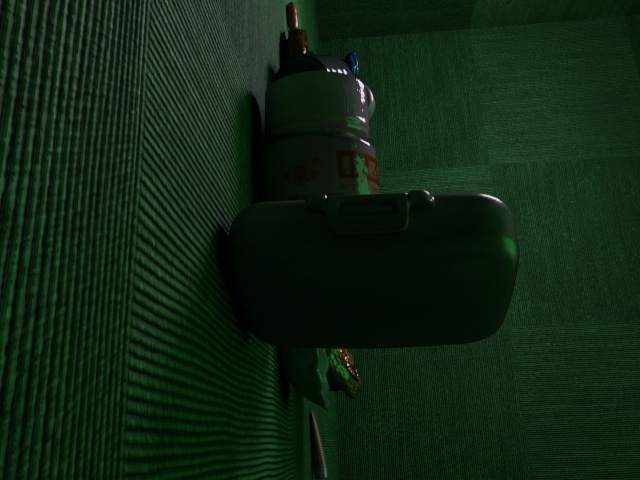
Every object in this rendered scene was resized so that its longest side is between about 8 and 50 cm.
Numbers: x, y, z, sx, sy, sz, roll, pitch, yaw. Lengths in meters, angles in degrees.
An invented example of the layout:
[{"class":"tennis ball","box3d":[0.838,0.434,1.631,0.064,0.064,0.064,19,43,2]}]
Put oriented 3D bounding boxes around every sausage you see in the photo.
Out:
[{"class":"sausage","box3d":[-0.085,-0.680,1.841,0.034,0.034,0.083,-4,90,-87]}]

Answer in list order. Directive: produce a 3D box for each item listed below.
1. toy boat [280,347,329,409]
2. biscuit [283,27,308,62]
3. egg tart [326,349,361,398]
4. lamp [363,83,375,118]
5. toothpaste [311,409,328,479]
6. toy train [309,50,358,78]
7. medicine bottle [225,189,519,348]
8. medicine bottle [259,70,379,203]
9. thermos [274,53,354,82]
[{"class":"toy boat","box3d":[-0.031,0.220,1.288,0.199,0.100,0.290,-82,169,-76]},{"class":"biscuit","box3d":[-0.057,-0.424,1.745,0.381,0.074,0.358,-84,169,-56]},{"class":"egg tart","box3d":[0.004,0.283,1.560,0.290,0.107,0.291,60,4,-7]},{"class":"lamp","box3d":[0.019,-0.259,1.308,0.246,0.179,0.108,-50,155,-18]},{"class":"toothpaste","box3d":[-0.010,0.597,1.785,0.067,0.043,0.194,69,12,-73]},{"class":"toy train","box3d":[0.027,-0.495,2.062,0.300,0.188,0.265,-156,-115,-79]},{"class":"medicine bottle","box3d":[0.069,0.050,0.831,0.282,0.375,0.123,81,10,-49]},{"class":"medicine bottle","box3d":[-0.001,-0.092,1.118,0.219,0.219,0.388,69,18,-79]},{"class":"thermos","box3d":[0.019,-0.380,1.514,0.182,0.145,0.286,49,28,4]}]
